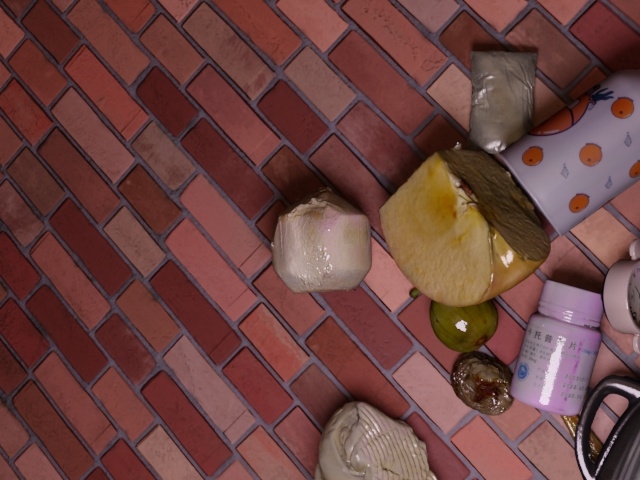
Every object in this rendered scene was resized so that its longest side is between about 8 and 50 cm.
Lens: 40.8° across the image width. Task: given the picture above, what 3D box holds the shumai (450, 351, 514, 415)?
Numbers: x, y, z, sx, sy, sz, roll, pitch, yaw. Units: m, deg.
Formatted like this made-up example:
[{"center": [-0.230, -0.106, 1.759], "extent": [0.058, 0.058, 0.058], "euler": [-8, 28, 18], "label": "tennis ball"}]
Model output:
[{"center": [0.337, 0.303, 1.835], "extent": [0.123, 0.105, 0.139], "euler": [-54, 49, 12], "label": "shumai"}]

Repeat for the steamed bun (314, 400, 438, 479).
[{"center": [0.107, 0.517, 1.820], "extent": [0.206, 0.275, 0.320], "euler": [-41, 44, 40], "label": "steamed bun"}]

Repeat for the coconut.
[{"center": [-0.001, 0.000, 1.886], "extent": [0.227, 0.227, 0.231], "euler": [-5, 87, 17], "label": "coconut"}]

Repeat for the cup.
[{"center": [0.549, -0.183, 1.721], "extent": [0.317, 0.212, 0.212], "euler": [-36, 78, 11], "label": "cup"}]

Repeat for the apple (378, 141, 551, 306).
[{"center": [0.302, -0.023, 1.757], "extent": [0.314, 0.252, 0.309], "euler": [-28, 70, -6], "label": "apple"}]

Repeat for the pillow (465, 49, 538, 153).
[{"center": [0.390, -0.297, 1.859], "extent": [0.148, 0.050, 0.230], "euler": [2, 91, 21], "label": "pillow"}]

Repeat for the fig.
[{"center": [0.295, 0.148, 1.837], "extent": [0.142, 0.148, 0.186], "euler": [-2, 55, -18], "label": "fig"}]

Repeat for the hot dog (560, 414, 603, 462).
[{"center": [0.546, 0.410, 1.791], "extent": [0.044, 0.028, 0.137], "euler": [-36, 79, -13], "label": "hot dog"}]

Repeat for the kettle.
[{"center": [0.655, 0.407, 1.687], "extent": [0.250, 0.207, 0.271], "euler": [19, 84, 49], "label": "kettle"}]

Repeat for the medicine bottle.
[{"center": [0.487, 0.216, 1.754], "extent": [0.152, 0.152, 0.255], "euler": [15, 93, 18], "label": "medicine bottle"}]

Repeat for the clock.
[{"center": [0.626, 0.111, 1.714], "extent": [0.063, 0.155, 0.229], "euler": [-1, 90, 50], "label": "clock"}]
